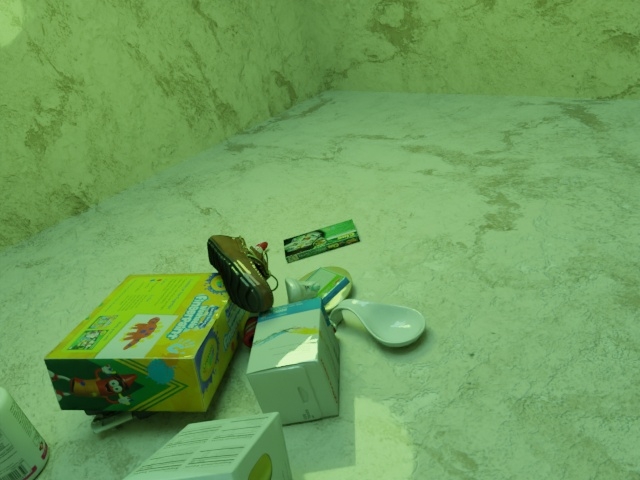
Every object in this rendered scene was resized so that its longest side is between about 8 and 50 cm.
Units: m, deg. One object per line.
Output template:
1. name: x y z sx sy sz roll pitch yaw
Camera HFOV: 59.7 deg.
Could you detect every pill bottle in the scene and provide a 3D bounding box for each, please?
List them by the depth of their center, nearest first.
1. pill bottle: -0.781 0.446 1.308 0.160 0.283 0.160 -14 28 7

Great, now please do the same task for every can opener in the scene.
1. can opener: -0.452 0.406 1.410 0.280 0.093 0.074 -18 26 -10

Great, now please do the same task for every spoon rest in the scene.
1. spoon rest: 0.138 0.205 1.429 0.276 0.084 0.137 5 36 38

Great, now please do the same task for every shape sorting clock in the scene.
1. shape sorting clock: -0.002 0.151 1.649 0.206 0.040 0.206 -21 30 13

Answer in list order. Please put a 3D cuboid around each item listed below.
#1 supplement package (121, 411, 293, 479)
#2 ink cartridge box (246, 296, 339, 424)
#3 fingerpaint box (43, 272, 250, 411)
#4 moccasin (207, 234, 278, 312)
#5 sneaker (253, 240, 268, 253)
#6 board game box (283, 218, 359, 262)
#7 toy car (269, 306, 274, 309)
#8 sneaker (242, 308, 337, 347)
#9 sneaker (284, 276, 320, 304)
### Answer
1. supplement package: -0.176 0.443 0.951 0.198 0.199 0.262 -12 0 12
2. ink cartridge box: -0.056 0.281 1.307 0.168 0.171 0.233 -13 28 9
3. fingerpaint box: -0.419 0.252 1.476 0.371 0.163 0.445 -3 22 8
4. moccasin: -0.195 0.079 1.497 0.147 0.139 0.380 -11 18 -21
5. sneaker: -0.224 0.046 1.969 0.118 0.042 0.067 -37 29 -18
6. board game box: 0.000 0.000 1.939 0.259 0.030 0.136 -17 26 2
7. toy car: -0.121 0.212 1.608 0.122 0.040 0.060 -6 49 38
8. sneaker: -0.084 0.254 1.484 0.279 0.107 0.118 -5 48 28
9. sneaker: -0.046 0.135 1.520 0.094 0.080 0.212 -9 -5 -2
